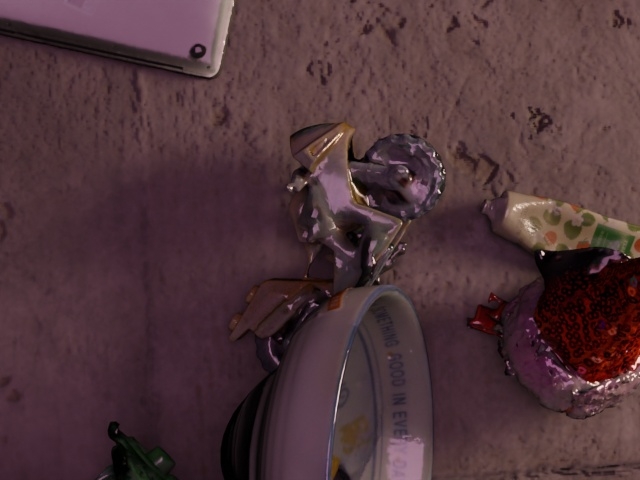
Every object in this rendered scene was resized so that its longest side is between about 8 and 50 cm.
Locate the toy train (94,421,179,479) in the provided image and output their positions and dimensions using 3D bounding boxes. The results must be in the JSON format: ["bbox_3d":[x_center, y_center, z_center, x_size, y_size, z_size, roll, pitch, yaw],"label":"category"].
[{"bbox_3d":[-0.132,0.256,1.464,0.145,0.266,0.202,-42,99,-3],"label":"toy train"}]

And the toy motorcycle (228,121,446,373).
[{"bbox_3d":[0.000,0.000,1.572,0.130,0.094,0.229,33,99,5],"label":"toy motorcycle"}]

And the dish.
[{"bbox_3d":[-0.010,0.168,1.488,0.134,0.273,0.273,2,86,20],"label":"dish"}]

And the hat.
[{"bbox_3d":[0.222,0.047,1.512,0.140,0.227,0.129,43,61,5],"label":"hat"}]

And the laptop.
[{"bbox_3d":[-0.195,-0.251,1.603,0.269,0.015,0.187,12,93,-1],"label":"laptop"}]

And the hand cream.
[{"bbox_3d":[0.211,-0.002,1.607,0.165,0.037,0.057,19,86,-7],"label":"hand cream"}]
